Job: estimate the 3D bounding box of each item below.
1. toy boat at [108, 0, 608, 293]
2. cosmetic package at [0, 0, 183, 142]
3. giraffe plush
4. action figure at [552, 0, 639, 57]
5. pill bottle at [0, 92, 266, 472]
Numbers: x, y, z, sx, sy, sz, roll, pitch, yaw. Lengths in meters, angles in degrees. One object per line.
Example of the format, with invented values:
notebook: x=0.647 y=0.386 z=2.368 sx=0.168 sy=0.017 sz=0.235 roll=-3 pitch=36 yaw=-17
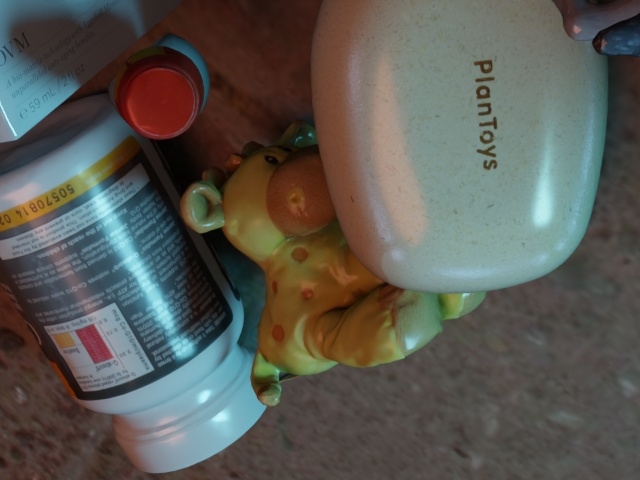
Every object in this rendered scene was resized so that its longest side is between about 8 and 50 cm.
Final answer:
toy boat: x=0.023 y=-0.100 z=0.975 sx=0.318 sy=0.148 sz=0.267 roll=-1 pitch=101 yaw=-6
cosmetic package: x=-0.235 y=-0.208 z=1.032 sx=0.138 sy=0.224 sz=0.224 roll=-7 pitch=119 yaw=34
giraffe plush: x=0.000 y=0.000 z=1.094 sx=0.210 sy=0.181 sz=0.170 roll=-24 pitch=97 yaw=22
action figure: x=0.288 y=-0.081 z=0.826 sx=0.330 sy=0.178 sz=0.341 roll=23 pitch=142 yaw=-8
pill bottle: x=-0.158 y=0.037 z=1.208 sx=0.162 sy=0.162 sz=0.278 roll=-12 pitch=115 yaw=36
